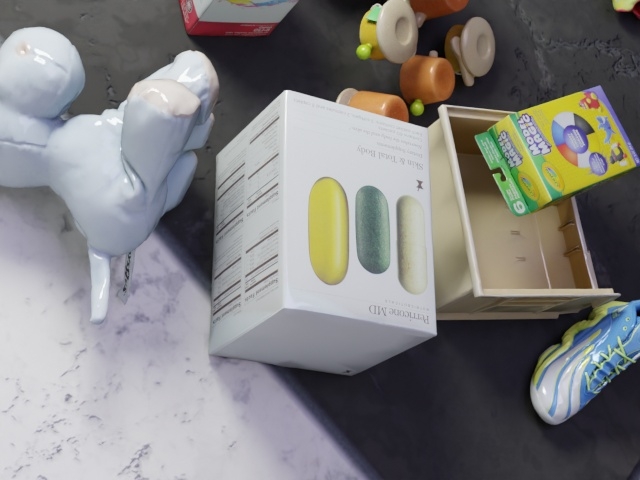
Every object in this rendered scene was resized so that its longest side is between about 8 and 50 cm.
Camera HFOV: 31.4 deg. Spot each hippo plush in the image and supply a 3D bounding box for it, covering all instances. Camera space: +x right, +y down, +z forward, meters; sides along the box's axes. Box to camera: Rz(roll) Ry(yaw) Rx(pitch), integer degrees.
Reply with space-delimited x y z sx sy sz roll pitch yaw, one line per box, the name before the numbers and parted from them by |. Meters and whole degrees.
hippo plush | -0.267 -0.108 1.267 0.237 0.234 0.294 24 101 0

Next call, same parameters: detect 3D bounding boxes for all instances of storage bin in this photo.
storage bin | 0.262 -0.031 1.556 0.260 0.123 0.262 1 69 -29

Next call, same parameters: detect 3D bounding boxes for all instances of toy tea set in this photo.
toy tea set | 0.109 -0.268 1.597 0.336 0.124 0.200 -43 123 -39

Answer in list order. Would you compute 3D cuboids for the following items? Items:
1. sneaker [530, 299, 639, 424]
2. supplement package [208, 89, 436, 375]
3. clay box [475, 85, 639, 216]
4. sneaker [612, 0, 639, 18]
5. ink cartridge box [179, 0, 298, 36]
sneaker | 0.381 0.150 1.547 0.091 0.126 0.240 48 54 -4
supplement package | 0.000 0.000 1.344 0.199 0.198 0.262 12 65 -26
clay box | 0.318 -0.120 1.519 0.222 0.053 0.127 -21 81 -36
sneaker | 0.554 -0.420 1.927 0.208 0.081 0.094 -8 98 -37
ink cartridge box | -0.095 -0.359 1.452 0.127 0.176 0.128 -4 73 -31
